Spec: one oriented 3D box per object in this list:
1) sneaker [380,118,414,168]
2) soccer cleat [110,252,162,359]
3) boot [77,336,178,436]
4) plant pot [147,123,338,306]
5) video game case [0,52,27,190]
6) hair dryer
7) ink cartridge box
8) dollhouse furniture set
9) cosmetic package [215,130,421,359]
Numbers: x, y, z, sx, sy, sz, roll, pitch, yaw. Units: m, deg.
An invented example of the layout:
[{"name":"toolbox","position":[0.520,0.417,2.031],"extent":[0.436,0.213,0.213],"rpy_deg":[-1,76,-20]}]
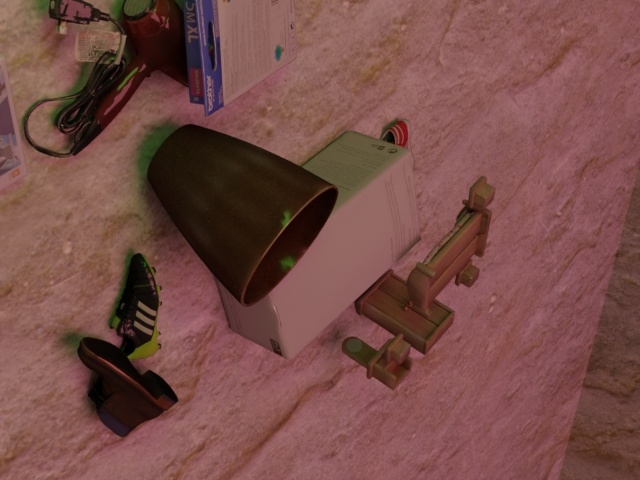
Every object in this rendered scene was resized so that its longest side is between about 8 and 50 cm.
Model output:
[{"name":"sneaker","position":[0.150,-0.174,1.744],"extent":[0.067,0.042,0.118],"rpy_deg":[-32,123,-43]},{"name":"soccer cleat","position":[-0.281,0.105,1.343],"extent":[0.072,0.060,0.179],"rpy_deg":[-15,120,-32]},{"name":"boot","position":[-0.313,0.228,1.327],"extent":[0.106,0.082,0.219],"rpy_deg":[-41,137,0]},{"name":"plant pot","position":[-0.130,-0.059,1.279],"extent":[0.215,0.230,0.215],"rpy_deg":[-50,169,-13]},{"name":"video game case","position":[-0.428,-0.100,1.018],"extent":[0.183,0.023,0.201],"rpy_deg":[-40,157,-32]},{"name":"hair dryer","position":[-0.260,-0.232,1.201],"extent":[0.293,0.080,0.224],"rpy_deg":[-10,132,-43]},{"name":"ink cartridge box","position":[-0.117,-0.307,1.244],"extent":[0.311,0.065,0.186],"rpy_deg":[-53,148,-57]},{"name":"dollhouse furniture set","position":[0.165,0.058,1.707],"extent":[0.303,0.174,0.355],"rpy_deg":[-44,152,-29]},{"name":"cosmetic package","position":[0.000,0.000,1.558],"extent":[0.385,0.156,0.217],"rpy_deg":[-37,134,-32]}]
